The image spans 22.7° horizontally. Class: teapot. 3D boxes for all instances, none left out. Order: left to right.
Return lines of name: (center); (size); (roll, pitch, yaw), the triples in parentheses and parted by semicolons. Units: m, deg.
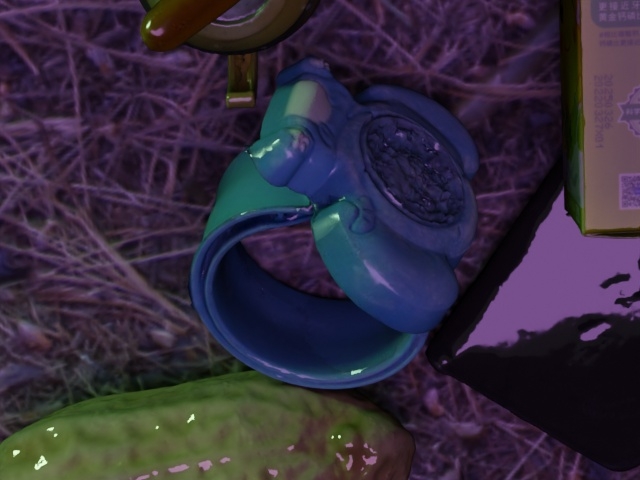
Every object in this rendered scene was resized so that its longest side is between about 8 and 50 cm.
teapot: (-0.057, -0.174, 1.049); (0.130, 0.119, 0.166); (-2, 117, 2)

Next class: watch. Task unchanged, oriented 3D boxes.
watch: (0.000, 0.000, 1.092); (0.211, 0.211, 0.193); (36, 127, -13)

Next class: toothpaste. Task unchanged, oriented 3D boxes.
toothpaste: (0.197, -0.165, 1.036); (0.077, 0.110, 0.328); (-2, 100, 5)

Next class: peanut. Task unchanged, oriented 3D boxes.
peanut: (-0.086, 0.174, 1.154); (0.313, 0.152, 0.152); (-13, 109, -4)

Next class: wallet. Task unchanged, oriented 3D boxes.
wallet: (0.252, -0.014, 1.148); (0.197, 0.051, 0.378); (31, 105, -8)

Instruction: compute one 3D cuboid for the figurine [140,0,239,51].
figurine: (-0.072, -0.330, 0.896); (0.401, 0.268, 0.387); (-28, 87, 3)
